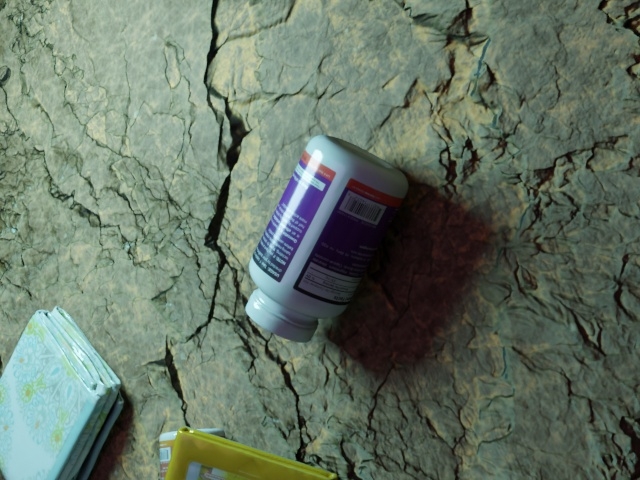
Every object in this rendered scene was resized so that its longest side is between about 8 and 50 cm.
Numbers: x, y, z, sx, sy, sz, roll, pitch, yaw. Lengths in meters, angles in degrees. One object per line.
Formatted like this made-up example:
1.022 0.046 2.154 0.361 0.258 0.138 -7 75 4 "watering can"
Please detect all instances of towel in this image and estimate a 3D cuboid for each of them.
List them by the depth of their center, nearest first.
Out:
-0.577 0.370 2.058 0.320 0.090 0.374 41 108 38 "towel"

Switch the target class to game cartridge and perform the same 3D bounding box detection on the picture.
-0.147 0.509 1.634 0.286 0.053 0.323 15 92 9 "game cartridge"

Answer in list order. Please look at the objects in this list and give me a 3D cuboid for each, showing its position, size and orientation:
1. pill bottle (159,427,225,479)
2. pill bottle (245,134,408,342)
-0.225 0.451 1.743 0.121 0.121 0.216 -15 74 36 "pill bottle"
0.000 0.000 1.602 0.181 0.182 0.322 37 105 36 "pill bottle"
